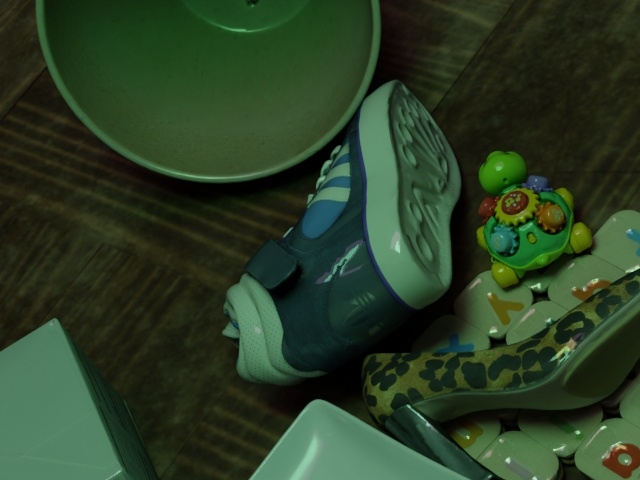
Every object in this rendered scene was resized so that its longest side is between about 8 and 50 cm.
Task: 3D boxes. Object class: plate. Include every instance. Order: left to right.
[{"bbox_3d":[0.007,0.286,1.587,0.278,0.045,0.277,23,69,46],"label":"plate"}]

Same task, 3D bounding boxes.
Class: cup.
[{"bbox_3d":[-0.094,-0.252,1.979,0.331,0.331,0.237,-18,21,14],"label":"cup"}]

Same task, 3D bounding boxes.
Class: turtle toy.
[{"bbox_3d":[0.176,-0.025,1.753,0.095,0.066,0.130,-27,43,7],"label":"turtle toy"}]

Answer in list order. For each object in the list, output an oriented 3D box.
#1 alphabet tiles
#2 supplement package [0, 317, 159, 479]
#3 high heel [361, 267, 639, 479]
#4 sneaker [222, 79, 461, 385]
[{"bbox_3d":[0.218,0.098,1.683,0.284,0.021,0.278,-46,44,-13],"label":"alphabet tiles"},{"bbox_3d":[-0.282,0.236,1.747,0.262,0.145,0.204,-31,45,1],"label":"supplement package"},{"bbox_3d":[0.155,0.078,1.650,0.261,0.093,0.186,-46,50,0],"label":"high heel"},{"bbox_3d":[0.000,0.001,1.810,0.236,0.130,0.323,-31,27,22],"label":"sneaker"}]
